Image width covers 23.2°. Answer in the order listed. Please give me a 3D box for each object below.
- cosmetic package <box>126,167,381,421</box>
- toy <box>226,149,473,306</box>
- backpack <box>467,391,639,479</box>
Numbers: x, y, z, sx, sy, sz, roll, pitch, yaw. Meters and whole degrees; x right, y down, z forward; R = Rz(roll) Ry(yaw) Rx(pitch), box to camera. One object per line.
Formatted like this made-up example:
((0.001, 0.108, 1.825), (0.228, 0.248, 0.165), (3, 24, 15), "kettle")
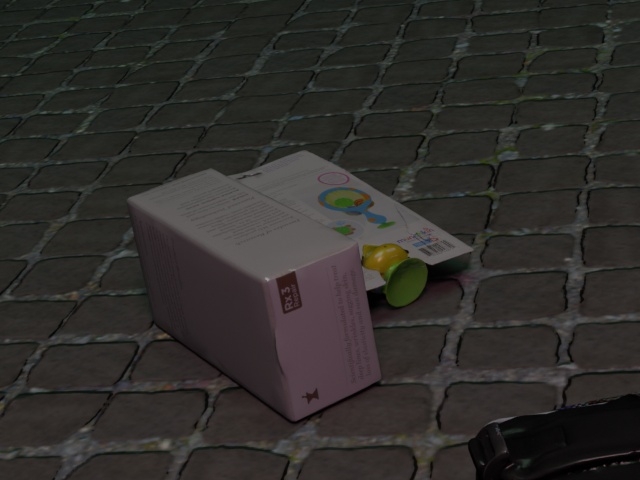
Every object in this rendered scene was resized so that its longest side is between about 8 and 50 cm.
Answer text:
((-0.054, 0.033, 1.160), (0.085, 0.117, 0.231), (-23, 28, -26), "cosmetic package")
((0.000, 0.000, 1.294), (0.137, 0.056, 0.237), (-19, 30, -31), "toy")
((0.216, 0.153, 0.684), (0.254, 0.191, 0.225), (-17, 25, -2), "backpack")
